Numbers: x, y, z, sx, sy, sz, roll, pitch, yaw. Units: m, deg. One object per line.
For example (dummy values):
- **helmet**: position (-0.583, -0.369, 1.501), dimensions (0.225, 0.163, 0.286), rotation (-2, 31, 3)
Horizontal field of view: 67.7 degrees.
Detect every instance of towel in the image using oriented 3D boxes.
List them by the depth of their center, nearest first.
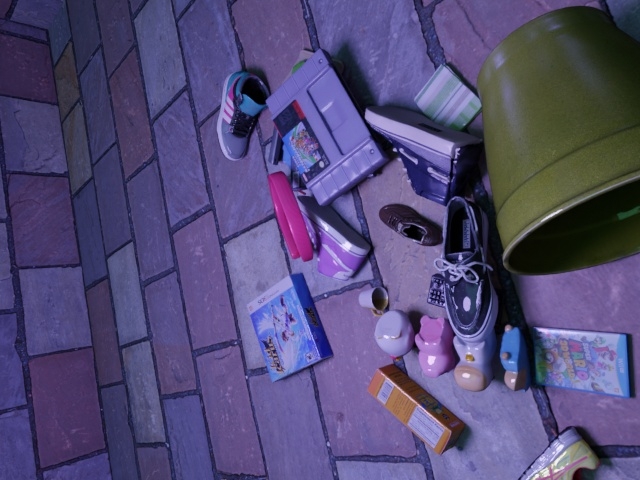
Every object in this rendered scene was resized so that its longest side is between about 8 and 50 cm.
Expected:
- **towel**: position (0.297, -0.320, 1.109), dimensions (0.113, 0.023, 0.152), rotation (-52, 61, 34)

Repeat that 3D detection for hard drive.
- **hard drive**: position (-0.136, -0.307, 1.487), dimensions (0.094, 0.022, 0.135), rotation (-130, 50, -70)

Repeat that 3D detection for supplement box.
- **supplement box**: position (0.228, 0.404, 1.160), dimensions (0.233, 0.078, 0.080), rotation (37, 113, 36)

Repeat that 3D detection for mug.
- **mug**: position (0.134, 0.161, 1.253), dimensions (0.064, 0.062, 0.078), rotation (-12, 77, 51)

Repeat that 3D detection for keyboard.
- **keyboard**: position (0.327, 0.146, 1.094), dimensions (0.180, 0.023, 0.108), rotation (14, 101, 43)

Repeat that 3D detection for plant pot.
- **plant pot**: position (0.429, -0.175, 0.791), dimensions (0.366, 0.367, 0.352), rotation (-34, 58, 39)

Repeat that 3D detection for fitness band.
- **fitness band**: position (-0.086, -0.067, 1.364), dimensions (0.209, 0.054, 0.290), rotation (86, 163, -52)

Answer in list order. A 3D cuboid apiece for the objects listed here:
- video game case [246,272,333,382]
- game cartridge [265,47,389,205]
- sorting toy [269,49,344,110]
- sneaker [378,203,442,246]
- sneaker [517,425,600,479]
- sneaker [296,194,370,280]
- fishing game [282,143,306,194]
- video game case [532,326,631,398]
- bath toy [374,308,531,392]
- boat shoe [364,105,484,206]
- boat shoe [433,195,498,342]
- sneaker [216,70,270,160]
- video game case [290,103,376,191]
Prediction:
- **video game case**: position (-0.105, 0.273, 1.482), dimensions (0.244, 0.061, 0.269), rotation (-37, 67, 39)
- **game cartridge**: position (0.005, -0.296, 1.269), dimensions (0.230, 0.068, 0.354), rotation (-34, 74, 25)
- **sorting toy**: position (-0.049, -0.445, 1.383), dimensions (0.193, 0.038, 0.208), rotation (33, 96, 38)
- **sneaker**: position (0.207, -0.042, 1.166), dimensions (0.188, 0.071, 0.066), rotation (29, 111, 39)
- **sneaker**: position (0.461, 0.469, 0.939), dimensions (0.094, 0.082, 0.208), rotation (43, 119, 31)
- **sneaker**: position (-0.001, 0.000, 1.348), dimensions (0.282, 0.102, 0.161), rotation (47, 125, 32)
- **fishing game**: position (-0.039, -0.274, 1.414), dimensions (0.189, 0.041, 0.264), rotation (30, 103, 37)
- **video game case**: position (0.505, 0.234, 0.933), dimensions (0.166, 0.015, 0.119), rotation (-3, 89, 43)
- **bath toy**: position (0.282, 0.248, 1.076), dimensions (0.348, 0.129, 0.151), rotation (4, 57, 41)
- **boat shoe**: position (0.215, -0.204, 1.125), dimensions (0.340, 0.127, 0.158), rotation (43, 136, 46)
- **boat shoe**: position (0.303, 0.055, 0.999), dimensions (0.113, 0.105, 0.306), rotation (-4, 71, 39)
- **sneaker**: position (-0.242, -0.409, 1.551), dimensions (0.178, 0.124, 0.295), rotation (9, 97, 53)
- **video game case**: position (0.029, -0.251, 1.323), dimensions (0.274, 0.026, 0.195), rotation (-5, 82, 35)
